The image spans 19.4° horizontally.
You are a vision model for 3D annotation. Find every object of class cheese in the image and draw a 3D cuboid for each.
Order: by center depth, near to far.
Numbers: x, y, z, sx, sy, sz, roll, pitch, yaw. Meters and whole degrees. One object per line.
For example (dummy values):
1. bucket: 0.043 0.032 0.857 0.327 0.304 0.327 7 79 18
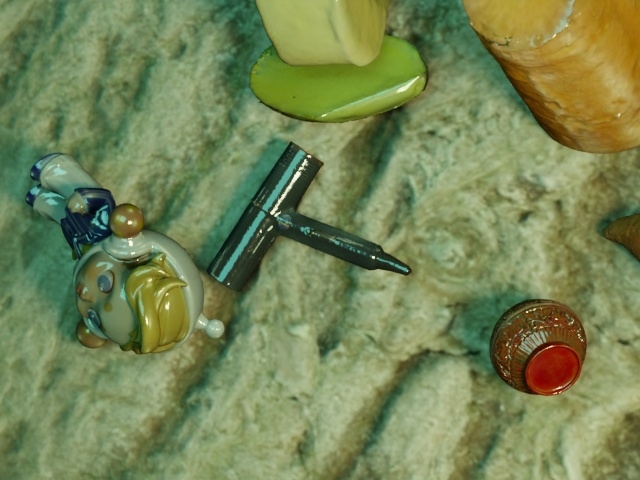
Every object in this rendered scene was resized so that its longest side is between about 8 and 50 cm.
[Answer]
1. cheese: 0.009 -0.416 1.980 0.104 0.384 0.384 2 79 25

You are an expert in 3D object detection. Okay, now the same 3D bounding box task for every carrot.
1. carrot: 0.256 -0.209 1.854 0.196 0.254 0.196 -6 75 23

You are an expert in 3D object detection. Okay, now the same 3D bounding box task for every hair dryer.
1. hair dryer: -0.004 0.015 2.015 0.195 0.050 0.173 35 95 20

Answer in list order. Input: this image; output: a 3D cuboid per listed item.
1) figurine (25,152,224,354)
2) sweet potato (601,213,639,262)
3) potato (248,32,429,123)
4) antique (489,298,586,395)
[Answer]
1. figurine: -0.229 0.025 2.060 0.274 0.133 0.194 29 123 46
2. sweet potato: 0.411 0.072 1.815 0.354 0.095 0.106 47 137 26
3. potato: 0.023 -0.172 2.037 0.198 0.054 0.119 -10 55 10
4. antique: 0.218 0.105 1.882 0.104 0.104 0.104 -4 77 20
